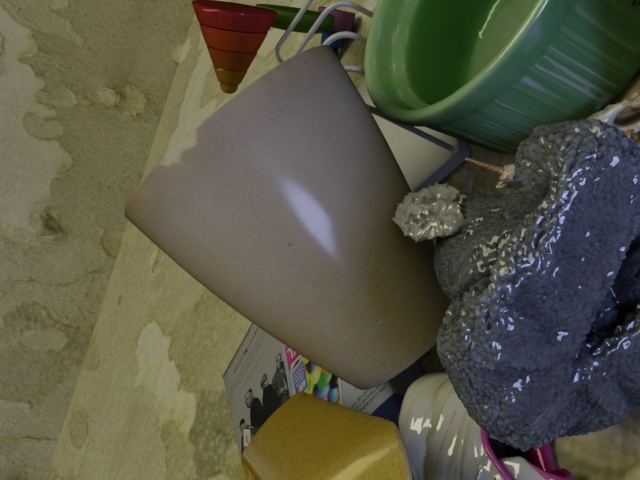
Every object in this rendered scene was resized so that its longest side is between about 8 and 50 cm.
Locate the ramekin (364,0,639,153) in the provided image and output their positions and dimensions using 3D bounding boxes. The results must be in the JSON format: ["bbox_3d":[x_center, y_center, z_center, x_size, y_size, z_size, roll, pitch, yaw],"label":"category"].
[{"bbox_3d":[0.191,-0.236,0.668,0.303,0.148,0.303,-41,39,44],"label":"ramekin"}]

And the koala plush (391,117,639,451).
[{"bbox_3d":[0.153,0.025,0.508,0.203,0.196,0.221,-54,20,6],"label":"koala plush"}]

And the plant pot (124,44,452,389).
[{"bbox_3d":[0.000,0.000,0.649,0.256,0.274,0.256,-40,2,2],"label":"plant pot"}]

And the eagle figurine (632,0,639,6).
[{"bbox_3d":[0.251,-0.191,0.383,0.225,0.298,0.226,41,105,44],"label":"eagle figurine"}]

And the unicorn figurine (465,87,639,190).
[{"bbox_3d":[0.223,-0.077,0.556,0.111,0.162,0.060,-11,102,57],"label":"unicorn figurine"}]

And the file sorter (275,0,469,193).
[{"bbox_3d":[0.047,-0.184,0.874,0.193,0.173,0.277,-44,38,42],"label":"file sorter"}]

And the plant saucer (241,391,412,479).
[{"bbox_3d":[-0.004,0.309,0.551,0.333,0.081,0.332,148,117,-73],"label":"plant saucer"}]

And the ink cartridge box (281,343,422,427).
[{"bbox_3d":[0.039,0.186,0.772,0.186,0.065,0.311,-55,33,29],"label":"ink cartridge box"}]

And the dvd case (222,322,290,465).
[{"bbox_3d":[-0.085,0.224,1.004,0.179,0.029,0.238,-60,29,21],"label":"dvd case"}]

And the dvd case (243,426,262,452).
[{"bbox_3d":[-0.064,0.296,0.890,0.119,0.013,0.087,-14,73,42],"label":"dvd case"}]

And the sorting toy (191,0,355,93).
[{"bbox_3d":[-0.061,-0.306,1.048,0.127,0.365,0.126,21,115,27],"label":"sorting toy"}]

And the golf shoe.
[{"bbox_3d":[0.130,0.241,0.515,0.140,0.115,0.306,-31,47,46],"label":"golf shoe"}]
